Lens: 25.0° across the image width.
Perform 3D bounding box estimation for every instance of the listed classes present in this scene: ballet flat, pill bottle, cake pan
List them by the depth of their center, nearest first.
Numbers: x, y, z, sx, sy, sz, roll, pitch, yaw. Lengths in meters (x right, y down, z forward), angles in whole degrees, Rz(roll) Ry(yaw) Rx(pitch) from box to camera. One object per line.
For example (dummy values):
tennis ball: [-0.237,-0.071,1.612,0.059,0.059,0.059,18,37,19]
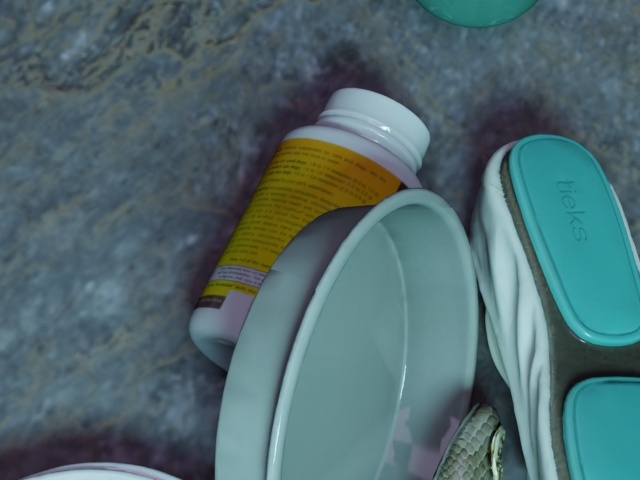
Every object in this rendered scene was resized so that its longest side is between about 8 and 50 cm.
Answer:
cake pan: [0.022,0.108,0.928,0.054,0.293,0.293,10,67,27]
ballet flat: [0.179,0.110,0.971,0.139,0.139,0.400,-6,54,-6]
ballet flat: [0.087,0.232,0.972,0.058,0.084,0.250,14,73,22]
pill bottle: [0.000,0.000,1.036,0.117,0.117,0.215,24,70,5]

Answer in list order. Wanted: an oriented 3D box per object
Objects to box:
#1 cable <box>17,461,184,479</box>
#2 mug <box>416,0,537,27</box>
cable: [-0.142,0.275,0.942,0.257,0.089,0.257,-21,71,-10]
mug: [0.128,-0.247,1.147,0.129,0.097,0.158,15,69,2]
